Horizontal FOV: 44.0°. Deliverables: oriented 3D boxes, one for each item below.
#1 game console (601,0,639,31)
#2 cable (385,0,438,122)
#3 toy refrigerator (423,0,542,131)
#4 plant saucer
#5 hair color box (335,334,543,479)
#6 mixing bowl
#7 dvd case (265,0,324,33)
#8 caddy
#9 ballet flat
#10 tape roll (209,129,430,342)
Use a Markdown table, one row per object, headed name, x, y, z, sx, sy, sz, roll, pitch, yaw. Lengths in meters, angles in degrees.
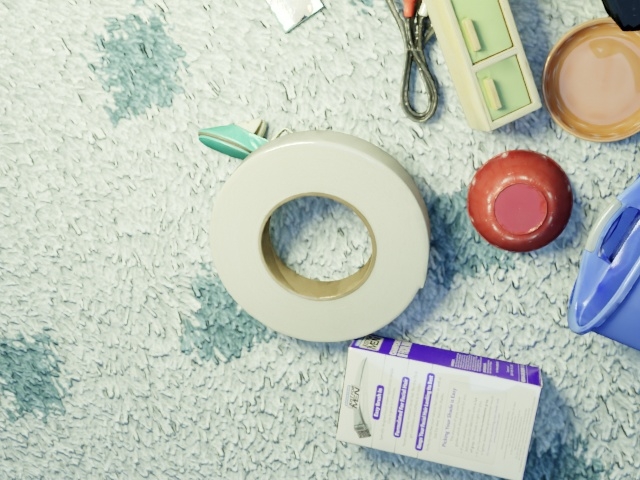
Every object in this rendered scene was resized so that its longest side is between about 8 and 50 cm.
| name | x | y | z | sx | sy | sz | roll | pitch | yaw |
| --- | --- | --- | --- | --- | --- | --- | --- | --- | --- |
| game console | 0.428 | -0.484 | 1.072 | 0.213 | 0.044 | 0.361 | -28 | 95 | 16 |
| cable | 0.158 | -0.347 | 1.335 | 0.139 | 0.072 | 0.287 | 11 | 101 | 3 |
| toy refrigerator | 0.255 | -0.320 | 1.268 | 0.102 | 0.094 | 0.269 | -25 | 107 | -6 |
| plant saucer | 0.465 | -0.262 | 1.299 | 0.200 | 0.037 | 0.200 | 2 | 100 | 13 |
| hair color box | 0.209 | 0.294 | 1.425 | 0.339 | 0.110 | 0.185 | 10 | 103 | 10 |
| mixing bowl | 0.335 | -0.060 | 1.336 | 0.181 | 0.098 | 0.181 | 3 | 101 | 14 |
| dvd case | -0.059 | -0.441 | 1.404 | 0.087 | 0.013 | 0.119 | -30 | 91 | 17 |
| caddy | 0.509 | 0.012 | 1.236 | 0.179 | 0.241 | 0.341 | 28 | 105 | 1 |
| ballet flat | -0.097 | -0.171 | 1.438 | 0.247 | 0.083 | 0.087 | 24 | 80 | 8 |
| tape roll | 0.000 | 0.000 | 1.393 | 0.392 | 0.072 | 0.392 | 4 | 114 | 9 |
